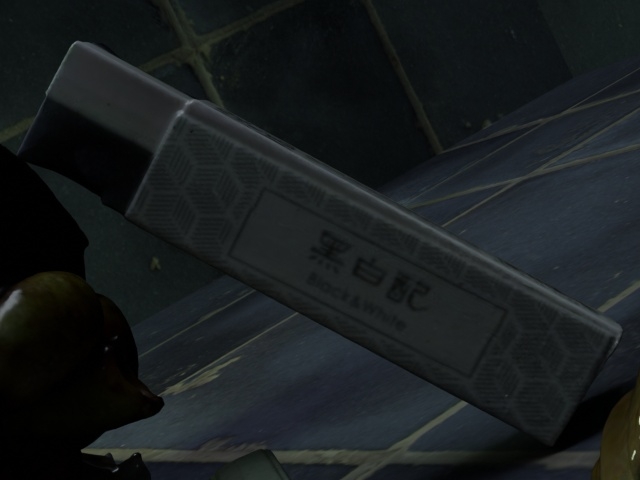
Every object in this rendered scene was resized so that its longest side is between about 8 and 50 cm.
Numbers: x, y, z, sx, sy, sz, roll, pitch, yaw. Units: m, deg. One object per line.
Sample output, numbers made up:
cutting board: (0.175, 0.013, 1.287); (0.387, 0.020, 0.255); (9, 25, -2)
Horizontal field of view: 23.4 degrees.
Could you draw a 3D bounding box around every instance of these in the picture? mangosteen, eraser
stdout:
mangosteen: (-0.265, 0.073, 0.995); (0.347, 0.307, 0.307); (22, 31, 23)
eraser: (0.000, 0.000, 1.040); (0.096, 0.404, 0.098); (-62, 0, 6)

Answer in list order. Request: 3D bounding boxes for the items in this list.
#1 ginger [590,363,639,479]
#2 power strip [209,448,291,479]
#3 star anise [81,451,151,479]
ginger: (0.215, 0.048, 0.745); (0.221, 0.130, 0.276); (-58, 1, 19)
power strip: (-0.025, 0.190, 0.963); (0.052, 0.078, 0.272); (-25, 6, -6)
star anise: (-0.270, 0.259, 1.150); (0.359, 0.139, 0.316); (-25, -8, 19)
